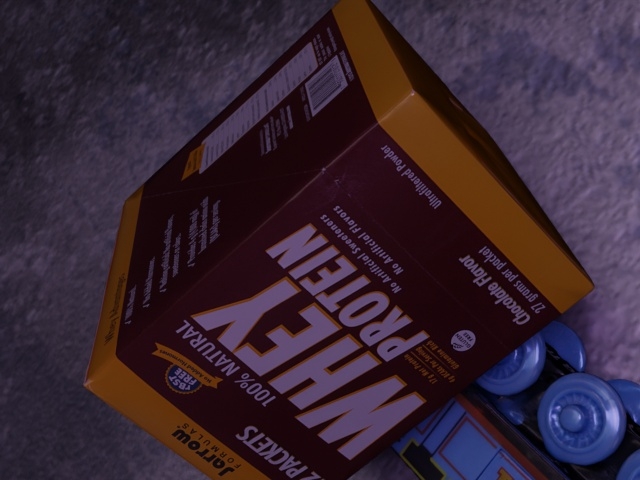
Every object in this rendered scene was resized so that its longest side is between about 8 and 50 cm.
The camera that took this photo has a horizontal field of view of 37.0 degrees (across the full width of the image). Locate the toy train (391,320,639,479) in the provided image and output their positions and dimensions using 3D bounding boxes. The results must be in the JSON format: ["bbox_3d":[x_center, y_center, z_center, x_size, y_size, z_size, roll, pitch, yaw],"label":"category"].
[{"bbox_3d":[0.117,0.111,0.465,0.184,0.080,0.105,44,107,35],"label":"toy train"}]

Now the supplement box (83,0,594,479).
[{"bbox_3d":[0.000,0.000,0.500,0.194,0.129,0.191,-41,24,15],"label":"supplement box"}]
